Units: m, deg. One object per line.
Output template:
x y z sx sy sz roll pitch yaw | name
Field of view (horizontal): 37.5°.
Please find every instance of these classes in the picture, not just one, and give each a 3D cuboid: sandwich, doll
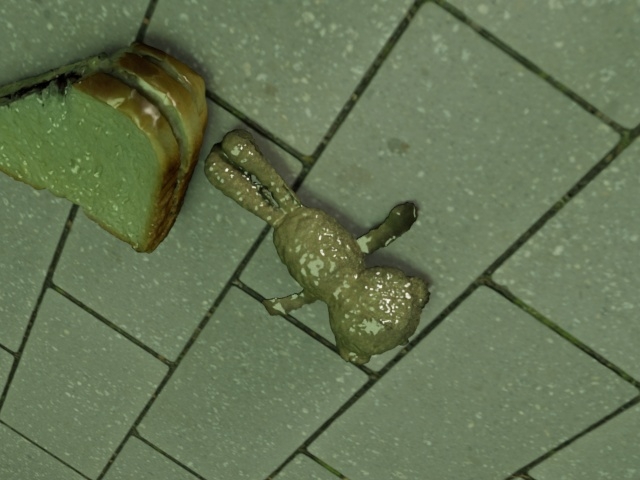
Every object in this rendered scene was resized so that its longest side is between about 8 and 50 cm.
-0.267 -0.134 1.032 0.288 0.100 0.254 28 144 5 | sandwich
-0.011 0.014 1.033 0.285 0.091 0.203 21 105 -5 | doll
